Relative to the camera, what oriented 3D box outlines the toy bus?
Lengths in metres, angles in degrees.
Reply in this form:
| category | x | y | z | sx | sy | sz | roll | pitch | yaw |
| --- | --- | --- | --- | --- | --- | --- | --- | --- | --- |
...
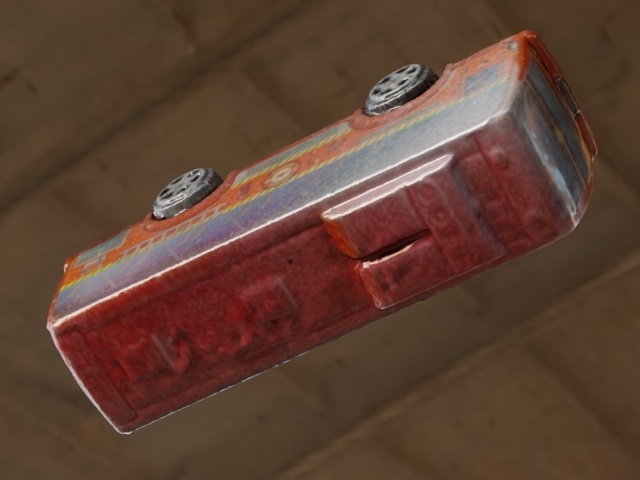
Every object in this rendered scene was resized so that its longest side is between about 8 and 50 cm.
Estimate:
| category | x | y | z | sx | sy | sz | roll | pitch | yaw |
| --- | --- | --- | --- | --- | --- | --- | --- | --- | --- |
| toy bus | 0.000 | 0.000 | 0.684 | 0.192 | 0.077 | 0.065 | -25 | -68 | 17 |
